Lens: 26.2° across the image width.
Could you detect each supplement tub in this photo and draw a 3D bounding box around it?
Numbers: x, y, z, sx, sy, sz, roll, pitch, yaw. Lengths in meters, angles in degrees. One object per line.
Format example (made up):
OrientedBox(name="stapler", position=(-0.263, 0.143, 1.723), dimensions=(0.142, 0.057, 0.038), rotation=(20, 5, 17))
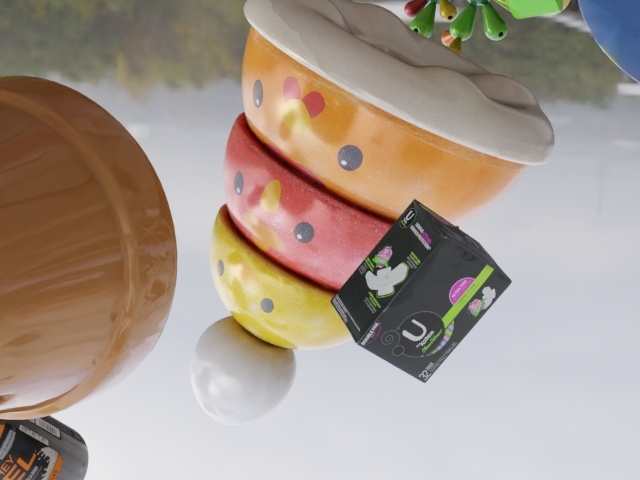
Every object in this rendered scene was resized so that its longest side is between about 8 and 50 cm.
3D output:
OrientedBox(name="supplement tub", position=(-0.356, 0.224, 1.501), dimensions=(0.117, 0.117, 0.190), rotation=(6, 155, 44))

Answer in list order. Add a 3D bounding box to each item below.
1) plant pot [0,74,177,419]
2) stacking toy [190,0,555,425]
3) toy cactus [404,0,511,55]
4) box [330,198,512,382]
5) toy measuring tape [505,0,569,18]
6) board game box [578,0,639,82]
OrientedBox(name="plant pot", position=(-0.287, 0.021, 1.092), dimensions=(0.291, 0.291, 0.203), rotation=(4, -167, 21))
OrientedBox(name="stacking toy", position=(0.000, 0.000, 1.464), dimensions=(0.351, 0.480, 0.350), rotation=(24, -164, -7))
OrientedBox(name="toy cactus", position=(0.187, -0.333, 1.703), dimensions=(0.219, 0.180, 0.112), rotation=(-28, -172, -6))
OrientedBox(name="box", position=(0.060, 0.030, 0.822), dimensions=(0.062, 0.083, 0.052), rotation=(31, -165, -32))
OrientedBox(name="toy measuring tape", position=(0.144, -0.312, 1.137), dimensions=(0.121, 0.121, 0.330), rotation=(5, 150, 34))
OrientedBox(name="board game box", position=(0.243, -0.135, 0.892), dimensions=(0.169, 0.133, 0.033), rotation=(-2, 147, -12))
